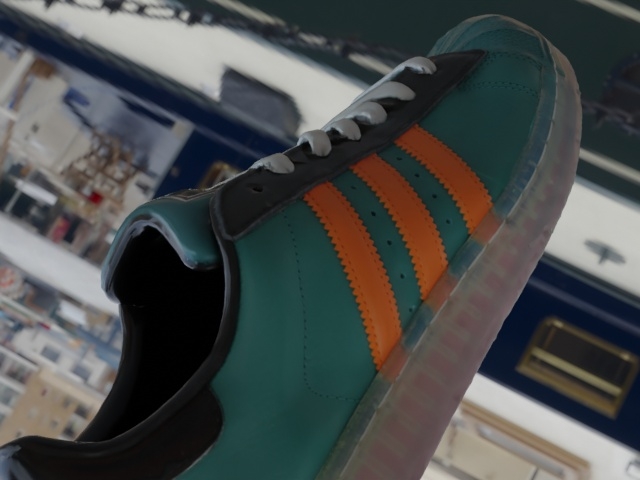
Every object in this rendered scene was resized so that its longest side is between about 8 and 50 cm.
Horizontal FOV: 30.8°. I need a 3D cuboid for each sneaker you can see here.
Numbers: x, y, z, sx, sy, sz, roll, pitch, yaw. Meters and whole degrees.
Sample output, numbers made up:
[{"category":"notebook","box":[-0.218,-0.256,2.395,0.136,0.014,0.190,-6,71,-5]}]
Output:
[{"category":"sneaker","box":[0.000,0.000,0.425,0.121,0.302,0.108,40,144,-13]}]
